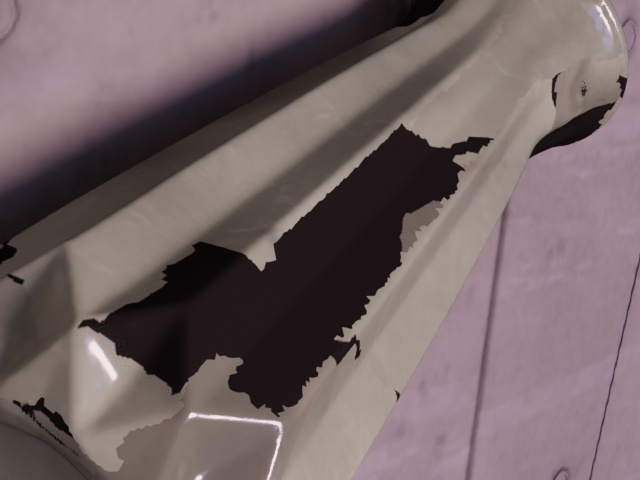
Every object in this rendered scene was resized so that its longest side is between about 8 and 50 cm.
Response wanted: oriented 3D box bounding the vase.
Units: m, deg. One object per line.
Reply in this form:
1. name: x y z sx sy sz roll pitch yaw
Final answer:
1. vase: 0.000 0.000 0.731 0.360 0.165 0.165 -45 134 -41
